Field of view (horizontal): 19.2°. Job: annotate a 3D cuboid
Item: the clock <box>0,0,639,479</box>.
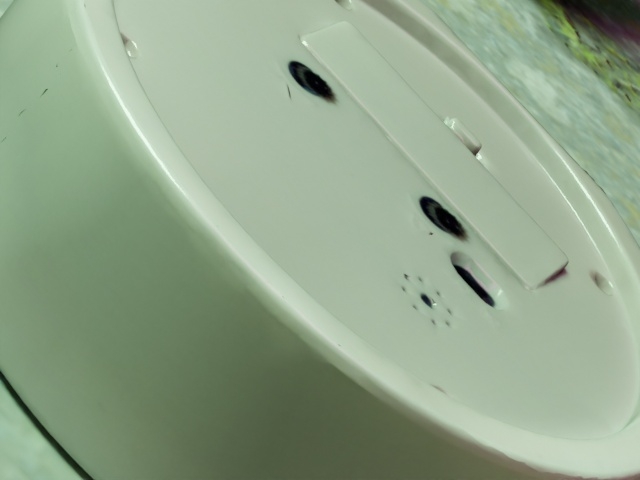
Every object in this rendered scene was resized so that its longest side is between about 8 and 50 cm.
[{"bbox_3d":[0.000,0.000,0.484,0.197,0.068,0.197,33,28,-21],"label":"clock"}]
